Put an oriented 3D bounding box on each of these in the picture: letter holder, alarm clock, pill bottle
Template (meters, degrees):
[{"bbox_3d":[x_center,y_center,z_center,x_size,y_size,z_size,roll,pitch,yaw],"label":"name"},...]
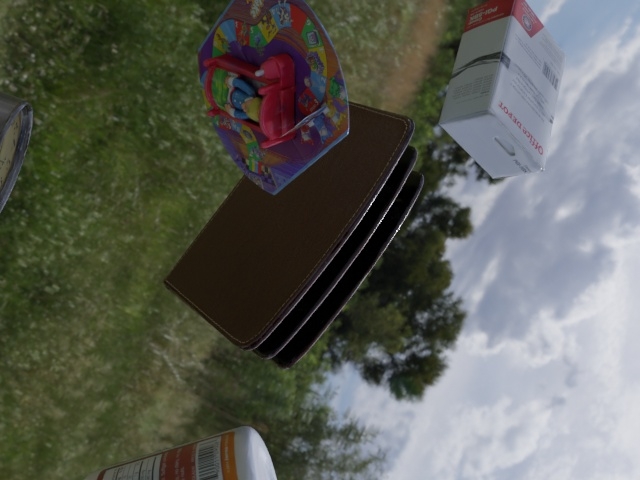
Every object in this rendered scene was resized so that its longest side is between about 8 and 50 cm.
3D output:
[{"bbox_3d":[0.000,0.000,0.834,0.301,0.152,0.214,-54,-141,-7],"label":"letter holder"},{"bbox_3d":[-0.304,-0.082,0.628,0.192,0.064,0.129,-41,-148,58],"label":"alarm clock"},{"bbox_3d":[-0.150,0.260,0.663,0.121,0.216,0.121,-17,90,-88],"label":"pill bottle"}]

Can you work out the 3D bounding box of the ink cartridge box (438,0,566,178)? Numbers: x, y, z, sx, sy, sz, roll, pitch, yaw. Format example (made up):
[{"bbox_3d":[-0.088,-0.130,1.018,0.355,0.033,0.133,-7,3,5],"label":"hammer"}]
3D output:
[{"bbox_3d":[0.169,-0.139,0.653,0.056,0.099,0.135,-7,-124,45],"label":"ink cartridge box"}]

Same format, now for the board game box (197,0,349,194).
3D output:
[{"bbox_3d":[-0.052,-0.106,0.520,0.033,0.133,0.169,-27,177,-37],"label":"board game box"}]
